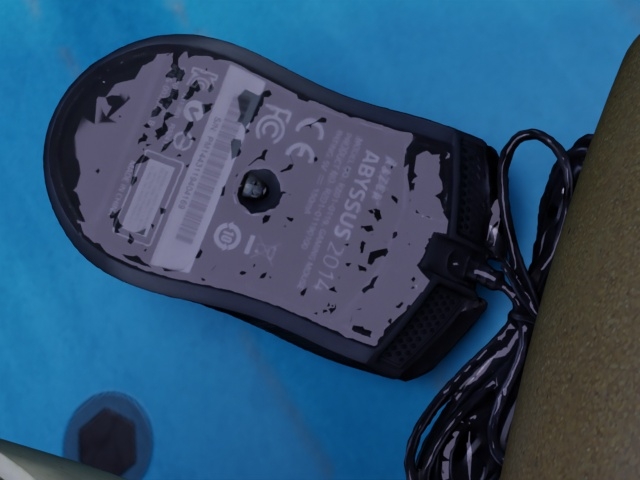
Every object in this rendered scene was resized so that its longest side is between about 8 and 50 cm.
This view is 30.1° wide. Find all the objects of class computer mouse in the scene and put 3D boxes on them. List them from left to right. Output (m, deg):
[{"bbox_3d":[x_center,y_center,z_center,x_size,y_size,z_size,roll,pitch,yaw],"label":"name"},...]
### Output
[{"bbox_3d":[0.000,0.000,0.543,0.272,0.072,0.188,26,88,15],"label":"computer mouse"}]

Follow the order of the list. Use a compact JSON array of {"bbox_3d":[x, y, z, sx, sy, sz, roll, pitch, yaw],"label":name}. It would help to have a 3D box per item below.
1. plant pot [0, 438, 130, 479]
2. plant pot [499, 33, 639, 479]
[{"bbox_3d":[-0.075,0.196,0.415,0.257,0.274,0.256,-6,76,25],"label":"plant pot"},{"bbox_3d":[0.162,0.048,0.383,0.237,0.237,0.254,-10,60,23],"label":"plant pot"}]
